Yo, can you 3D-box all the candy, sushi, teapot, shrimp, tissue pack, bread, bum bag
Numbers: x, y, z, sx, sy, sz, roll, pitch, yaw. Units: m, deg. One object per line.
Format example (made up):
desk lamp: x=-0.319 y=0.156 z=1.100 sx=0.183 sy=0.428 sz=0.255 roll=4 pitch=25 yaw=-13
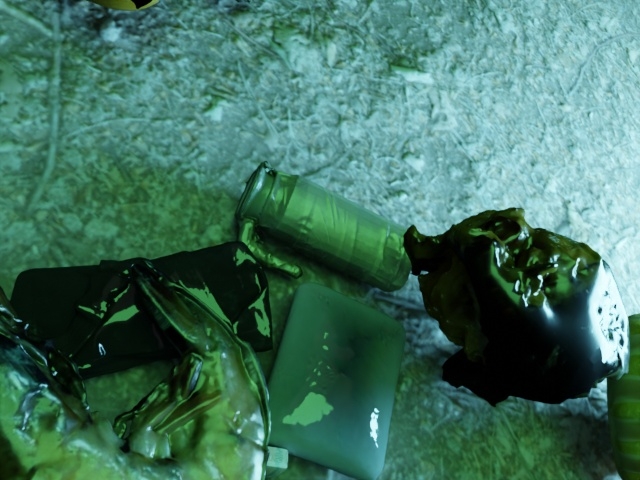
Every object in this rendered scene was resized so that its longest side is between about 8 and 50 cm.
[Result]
candy: x=0.016 y=0.140 z=0.692 sx=0.138 sy=0.071 sz=0.174 roll=26 pitch=58 yaw=-16
sushi: x=0.202 y=0.060 z=0.721 sx=0.213 sy=0.200 sz=0.204 roll=-24 pitch=104 yaw=-46
teapot: x=0.000 y=0.000 z=0.757 sx=0.200 sy=0.077 sz=0.107 roll=25 pitch=77 yaw=-13
shrimp: x=-0.186 y=0.101 z=0.560 sx=0.233 sy=0.071 sz=0.365 roll=-35 pitch=83 yaw=-34
tissue pack: x=-0.089 y=0.198 z=0.622 sx=0.108 sy=0.056 sz=0.023 roll=14 pitch=55 yaw=-21
bread: x=0.391 y=0.192 z=0.786 sx=0.213 sy=0.104 sz=0.213 roll=2 pitch=87 yaw=-58
bum bag: x=-0.166 y=0.068 z=0.645 sx=0.248 sy=0.060 sz=0.123 roll=-7 pitch=73 yaw=-27

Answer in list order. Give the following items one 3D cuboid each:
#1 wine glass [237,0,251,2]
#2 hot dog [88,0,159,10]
wine glass: x=-0.148 y=-0.395 z=0.852 sx=0.204 sy=0.111 sz=0.111 roll=41 pitch=55 yaw=-2
hot dog: x=-0.257 y=-0.377 z=0.779 sx=0.194 sy=0.107 sz=0.326 roll=-36 pitch=83 yaw=-5
